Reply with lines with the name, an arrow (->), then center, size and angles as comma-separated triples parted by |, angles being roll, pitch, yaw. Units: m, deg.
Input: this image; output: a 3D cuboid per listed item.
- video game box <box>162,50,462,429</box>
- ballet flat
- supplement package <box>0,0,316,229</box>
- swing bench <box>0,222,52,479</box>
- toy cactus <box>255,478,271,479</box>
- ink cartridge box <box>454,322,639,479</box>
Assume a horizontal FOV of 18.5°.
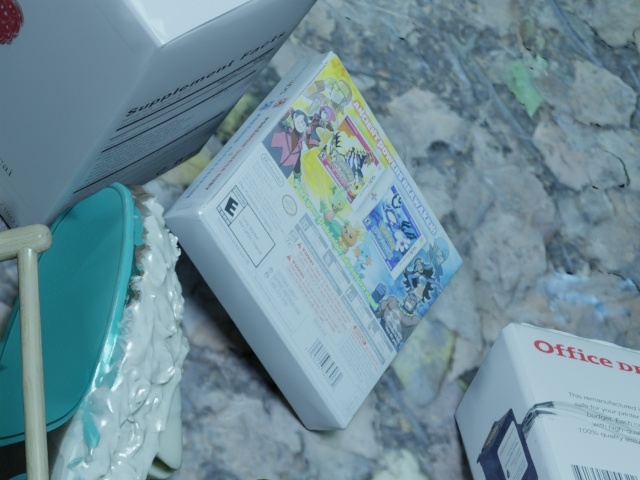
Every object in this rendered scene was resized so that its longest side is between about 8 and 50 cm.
video game box -> 0.000, 0.000, 1.418 | 0.187, 0.048, 0.205 | -50, 120, -34
ballet flat -> -0.159, 0.164, 1.278 | 0.147, 0.147, 0.409 | 22, 61, -15
supplement package -> -0.142, -0.158, 1.327 | 0.175, 0.293, 0.177 | -31, 81, -35
swing bench -> -0.299, 0.119, 1.166 | 0.165, 0.255, 0.253 | 29, 49, -53
toy cactus -> -0.056, 0.243, 1.270 | 0.112, 0.219, 0.180 | 24, 87, 20
ink cartridge box -> 0.210, 0.183, 1.394 | 0.172, 0.100, 0.237 | 14, 34, -20
